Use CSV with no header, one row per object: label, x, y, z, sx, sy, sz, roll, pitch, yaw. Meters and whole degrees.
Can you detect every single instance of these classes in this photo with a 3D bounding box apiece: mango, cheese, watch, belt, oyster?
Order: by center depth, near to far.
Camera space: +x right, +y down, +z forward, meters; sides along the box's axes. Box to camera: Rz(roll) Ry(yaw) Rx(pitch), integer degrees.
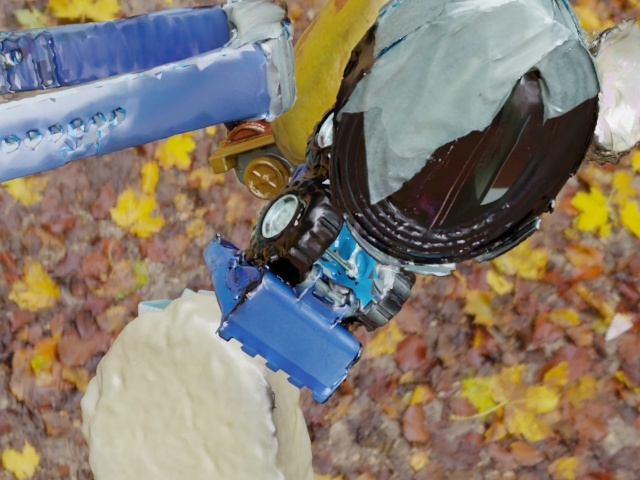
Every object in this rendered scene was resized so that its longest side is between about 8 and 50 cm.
belt,0.058,-0.052,0.431,0.105,0.140,0.058,22,33,-13
watch,-0.154,-0.103,0.678,0.274,0.068,0.276,-4,25,3
cheese,-0.143,0.232,1.221,0.326,0.115,0.318,31,104,20
oyster,0.382,-0.192,1.354,0.259,0.092,0.198,-29,117,-30
mango,0.062,-0.238,1.361,0.182,0.365,0.253,31,33,-12

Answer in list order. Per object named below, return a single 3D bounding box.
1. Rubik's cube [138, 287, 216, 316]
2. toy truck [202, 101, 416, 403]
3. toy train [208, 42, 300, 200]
Rubik's cube,-0.187,0.200,1.733,0.212,0.265,0.225,-6,101,-43
toy truck,0.000,0.000,0.746,0.113,0.126,0.208,39,76,-30
toy train,-0.015,-0.211,1.642,0.163,0.369,0.232,-44,118,-60
